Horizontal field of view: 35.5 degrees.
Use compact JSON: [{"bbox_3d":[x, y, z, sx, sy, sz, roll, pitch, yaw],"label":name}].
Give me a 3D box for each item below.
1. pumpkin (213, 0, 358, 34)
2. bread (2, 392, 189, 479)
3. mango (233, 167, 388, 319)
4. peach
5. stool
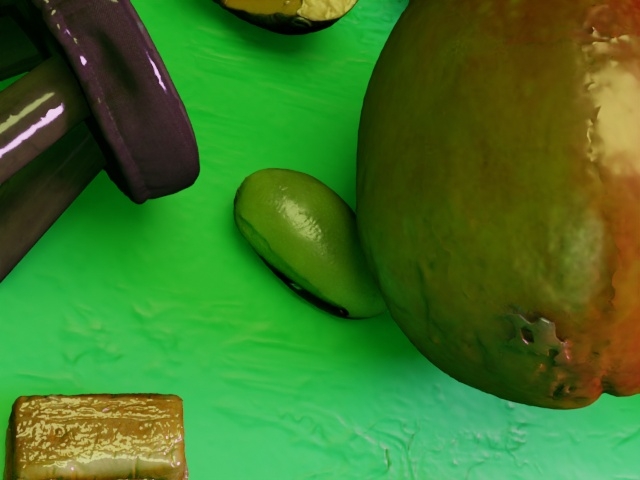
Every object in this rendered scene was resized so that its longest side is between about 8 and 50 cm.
[{"bbox_3d":[-0.056,-0.258,0.921,0.183,0.107,0.119,35,65,-11],"label":"pumpkin"},{"bbox_3d":[-0.158,0.145,0.715,0.132,0.053,0.074,0,61,-21],"label":"bread"},{"bbox_3d":[0.000,0.000,0.835,0.165,0.074,0.091,37,54,-3],"label":"mango"},{"bbox_3d":[0.174,-0.060,0.784,0.372,0.290,0.373,-9,90,-66],"label":"peach"},{"bbox_3d":[-0.226,-0.113,0.711,0.178,0.272,0.272,-35,81,-15],"label":"stool"}]
